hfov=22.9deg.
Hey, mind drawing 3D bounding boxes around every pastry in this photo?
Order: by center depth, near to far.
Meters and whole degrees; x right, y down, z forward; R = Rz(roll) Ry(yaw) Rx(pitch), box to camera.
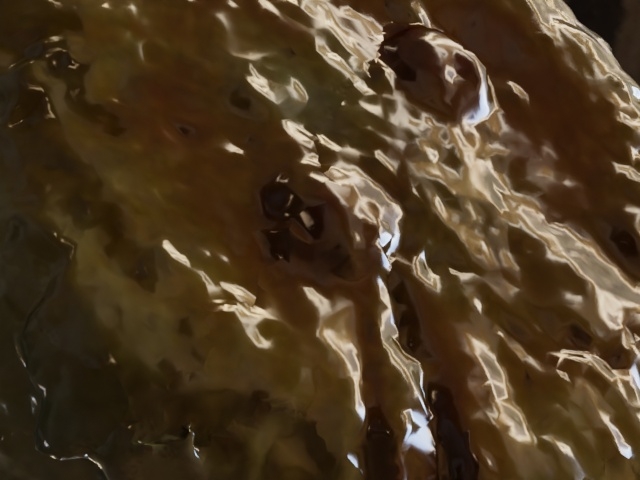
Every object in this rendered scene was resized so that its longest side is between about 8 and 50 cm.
[{"bbox_3d":[0.000,0.000,0.562,0.329,0.330,0.136,-10,152,-35],"label":"pastry"}]
